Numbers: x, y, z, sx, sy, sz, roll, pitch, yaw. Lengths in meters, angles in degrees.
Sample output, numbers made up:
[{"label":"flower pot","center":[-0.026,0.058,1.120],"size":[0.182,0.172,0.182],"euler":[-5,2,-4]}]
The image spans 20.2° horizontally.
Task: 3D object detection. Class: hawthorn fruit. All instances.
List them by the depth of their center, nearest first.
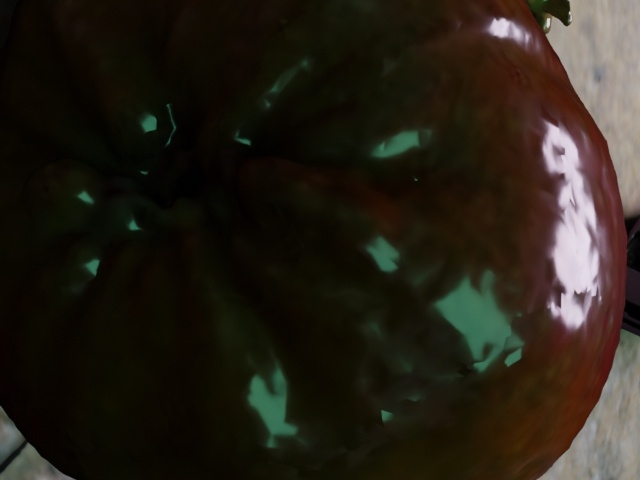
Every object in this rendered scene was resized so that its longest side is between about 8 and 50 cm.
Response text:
[{"label":"hawthorn fruit","center":[-0.008,-0.007,0.664],"size":[0.262,0.258,0.258],"euler":[-38,146,-61]}]

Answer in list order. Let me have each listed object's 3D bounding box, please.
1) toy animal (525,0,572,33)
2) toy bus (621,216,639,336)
[{"label":"toy animal","center":[0.094,-0.208,0.803],"size":[0.149,0.054,0.276],"euler":[-30,135,-43]},{"label":"toy bus","center":[0.260,0.020,1.187],"size":[0.178,0.086,0.098],"euler":[-11,122,-53]}]
